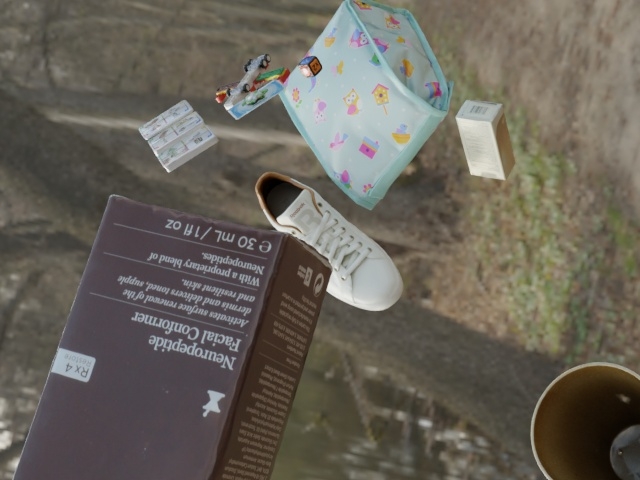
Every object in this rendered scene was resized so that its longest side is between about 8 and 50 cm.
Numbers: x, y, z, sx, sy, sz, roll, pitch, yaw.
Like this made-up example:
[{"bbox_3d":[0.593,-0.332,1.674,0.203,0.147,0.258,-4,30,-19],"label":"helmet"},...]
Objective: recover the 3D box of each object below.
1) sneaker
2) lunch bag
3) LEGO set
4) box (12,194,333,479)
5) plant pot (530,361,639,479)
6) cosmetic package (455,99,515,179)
[{"bbox_3d":[0.000,0.000,1.860,0.106,0.290,0.123,-50,-26,-1],"label":"sneaker"},{"bbox_3d":[0.082,-0.208,1.877,0.223,0.160,0.262,-51,51,33],"label":"lunch bag"},{"bbox_3d":[-0.112,-0.173,1.612,0.060,0.244,0.182,59,175,-28],"label":"LEGO set"},{"bbox_3d":[-0.144,0.166,1.095,0.143,0.191,0.381,38,-114,-66],"label":"box"},{"bbox_3d":[0.532,0.363,2.173,0.254,0.237,0.237,33,-115,-53],"label":"plant pot"},{"bbox_3d":[0.239,-0.144,1.753,0.041,0.060,0.115,-56,-36,-32],"label":"cosmetic package"}]
